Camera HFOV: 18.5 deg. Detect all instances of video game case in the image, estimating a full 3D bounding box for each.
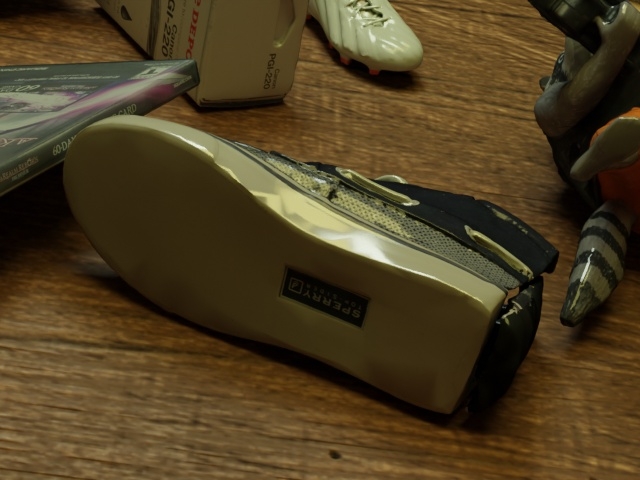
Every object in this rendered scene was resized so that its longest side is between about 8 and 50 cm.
[{"bbox_3d":[-0.240,-0.078,1.413,0.196,0.026,0.274,1,21,31],"label":"video game case"}]

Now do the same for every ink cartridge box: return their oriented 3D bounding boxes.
[{"bbox_3d":[-0.100,-0.229,1.651,0.092,0.158,0.218,-8,34,-32],"label":"ink cartridge box"}]

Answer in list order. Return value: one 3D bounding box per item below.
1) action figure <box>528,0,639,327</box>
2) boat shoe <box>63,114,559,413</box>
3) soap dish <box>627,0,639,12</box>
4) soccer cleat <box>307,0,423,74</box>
[{"bbox_3d":[0.204,-0.085,1.469,0.341,0.178,0.330,40,18,-16],"label":"action figure"},{"bbox_3d":[0.000,0.000,1.342,0.341,0.127,0.158,28,27,15],"label":"boat shoe"},{"bbox_3d":[0.404,-0.186,1.772,0.291,0.118,0.229,22,31,21],"label":"soap dish"},{"bbox_3d":[0.028,-0.211,1.742,0.068,0.076,0.196,-9,35,-30],"label":"soccer cleat"}]
